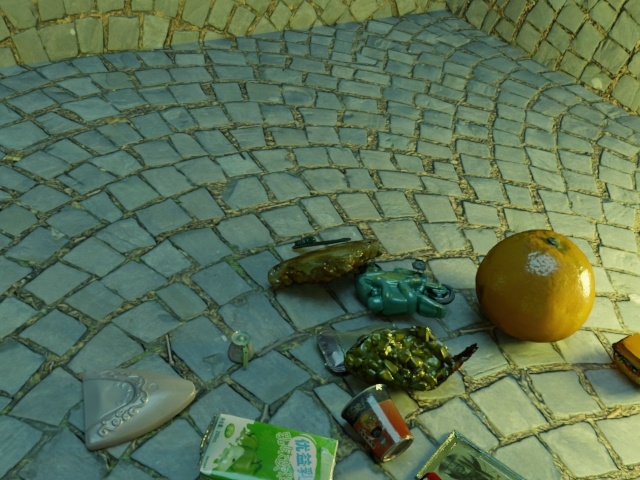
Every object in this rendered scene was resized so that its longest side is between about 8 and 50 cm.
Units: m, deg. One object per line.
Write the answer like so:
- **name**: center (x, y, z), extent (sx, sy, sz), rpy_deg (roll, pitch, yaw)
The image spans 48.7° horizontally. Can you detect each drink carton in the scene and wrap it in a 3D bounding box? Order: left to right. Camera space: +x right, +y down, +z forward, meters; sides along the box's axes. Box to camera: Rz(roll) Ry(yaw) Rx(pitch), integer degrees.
- **drink carton**: center (-0.110, 0.464, 1.426), extent (0.271, 0.108, 0.161), rpy_deg (12, 38, 4)

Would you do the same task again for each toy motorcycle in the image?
- **toy motorcycle**: center (0.209, 0.133, 1.913), extent (0.296, 0.109, 0.198), rpy_deg (13, 33, 20)

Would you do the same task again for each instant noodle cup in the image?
- **instant noodle cup**: center (0.131, 0.405, 1.552), extent (0.127, 0.127, 0.136), rpy_deg (-17, 54, -30)

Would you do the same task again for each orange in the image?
- **orange**: center (0.564, 0.118, 1.860), extent (0.312, 0.312, 0.312), rpy_deg (6, 38, -4)

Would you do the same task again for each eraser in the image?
- **eraser**: center (-0.398, 0.344, 1.559), extent (0.243, 0.059, 0.204), rpy_deg (-9, 41, -15)

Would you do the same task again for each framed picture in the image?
- **framed picture**: center (0.341, 0.523, 1.520), extent (0.231, 0.010, 0.173), rpy_deg (30, 43, 26)

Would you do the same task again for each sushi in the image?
- **sushi**: center (0.206, 0.281, 1.672), extent (0.296, 0.179, 0.167), rpy_deg (18, 70, -1)

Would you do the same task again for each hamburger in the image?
- **hamburger**: center (0.839, 0.318, 1.824), extent (0.137, 0.087, 0.166), rpy_deg (-14, 45, -29)

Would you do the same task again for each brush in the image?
- **brush**: center (0.000, 0.000, 2.035), extent (0.190, 0.028, 0.034), rpy_deg (-7, 10, 32)

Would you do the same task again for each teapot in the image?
- **teapot**: center (-0.189, 0.261, 1.707), extent (0.064, 0.064, 0.083), rpy_deg (-7, 40, -18)

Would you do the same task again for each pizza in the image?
- **pizza**: center (0.026, 0.070, 1.914), extent (0.335, 0.086, 0.226), rpy_deg (-14, 12, -16)

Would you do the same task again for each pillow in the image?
- **pillow**: center (0.108, 0.266, 1.782), extent (0.232, 0.038, 0.131), rpy_deg (-6, 45, -22)

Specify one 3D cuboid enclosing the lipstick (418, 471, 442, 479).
- **lipstick**: center (0.284, 0.566, 1.399), extent (0.080, 0.080, 0.241), rpy_deg (-24, 49, -36)
